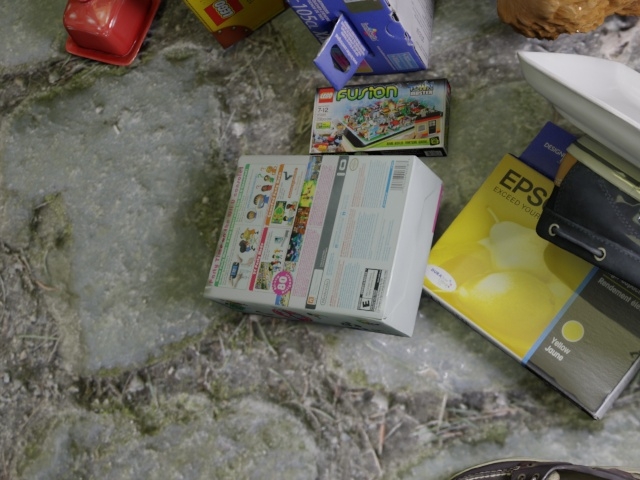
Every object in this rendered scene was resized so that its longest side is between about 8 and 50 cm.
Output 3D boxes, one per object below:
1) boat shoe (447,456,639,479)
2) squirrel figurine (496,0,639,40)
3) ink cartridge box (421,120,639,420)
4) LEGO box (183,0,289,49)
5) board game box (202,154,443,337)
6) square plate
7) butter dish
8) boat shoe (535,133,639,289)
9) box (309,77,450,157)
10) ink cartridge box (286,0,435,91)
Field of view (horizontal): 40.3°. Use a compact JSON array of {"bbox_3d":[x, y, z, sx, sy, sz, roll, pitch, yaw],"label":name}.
[{"bbox_3d":[0.280,0.313,1.056,0.285,0.092,0.103,-3,72,19],"label":"boat shoe"},{"bbox_3d":[0.363,-0.487,1.189,0.370,0.397,0.281,-40,26,-29],"label":"squirrel figurine"},{"bbox_3d":[0.328,0.022,1.149,0.303,0.072,0.307,37,90,26],"label":"ink cartridge box"},{"bbox_3d":[-0.245,-0.584,1.308,0.193,0.500,0.373,-33,65,6],"label":"LEGO box"},{"bbox_3d":[0.000,0.000,1.221,0.303,0.097,0.224,5,75,34],"label":"board game box"},{"bbox_3d":[0.428,-0.117,1.035,0.344,0.347,0.049,41,119,26],"label":"square plate"},{"bbox_3d":[-0.381,-0.402,1.510,0.160,0.118,0.160,18,81,23],"label":"butter dish"},{"bbox_3d":[0.447,0.070,0.965,0.500,0.186,0.156,43,108,29],"label":"boat shoe"},{"bbox_3d":[0.089,-0.180,1.315,0.206,0.036,0.114,-1,73,19],"label":"box"},{"bbox_3d":[0.069,-0.421,1.270,0.151,0.270,0.396,-1,73,23],"label":"ink cartridge box"}]
